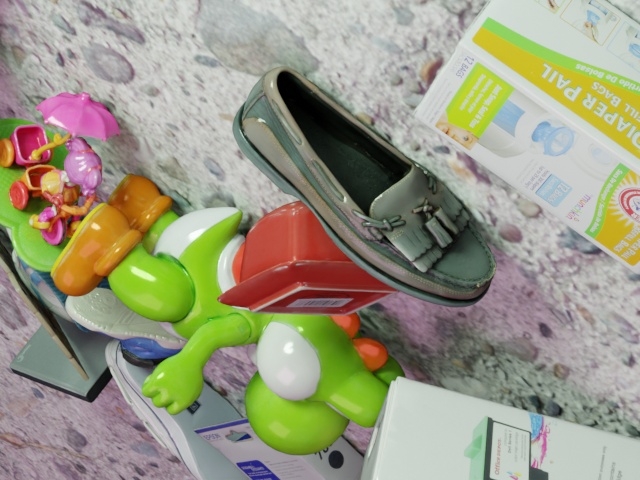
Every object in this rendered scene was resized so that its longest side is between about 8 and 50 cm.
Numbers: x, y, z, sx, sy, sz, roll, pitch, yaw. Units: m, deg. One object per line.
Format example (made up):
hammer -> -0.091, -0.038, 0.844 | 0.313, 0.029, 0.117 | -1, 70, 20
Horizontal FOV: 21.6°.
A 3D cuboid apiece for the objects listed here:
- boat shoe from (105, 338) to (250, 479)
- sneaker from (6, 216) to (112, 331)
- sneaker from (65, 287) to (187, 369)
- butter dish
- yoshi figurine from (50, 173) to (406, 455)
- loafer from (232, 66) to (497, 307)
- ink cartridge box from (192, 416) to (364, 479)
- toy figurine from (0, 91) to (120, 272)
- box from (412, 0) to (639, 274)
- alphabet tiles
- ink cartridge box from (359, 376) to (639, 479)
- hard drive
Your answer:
boat shoe -> -0.168, 0.212, 2.062 | 0.084, 0.095, 0.258 | -6, 120, 57
sneaker -> -0.316, 0.011, 1.917 | 0.092, 0.087, 0.229 | 23, 146, 34
sneaker -> -0.228, 0.105, 1.939 | 0.152, 0.058, 0.084 | 14, 145, -19
butter dish -> 0.000, 0.000, 1.525 | 0.160, 0.118, 0.160 | 3, 164, -28
yoshi figurine -> -0.094, 0.102, 1.715 | 0.362, 0.204, 0.203 | 33, 167, 3
loafer -> 0.042, -0.045, 1.429 | 0.267, 0.096, 0.084 | 37, 146, 4
ink cartridge box -> 0.013, 0.303, 2.007 | 0.332, 0.065, 0.165 | 44, 151, -17
toy figurine -> -0.260, -0.075, 1.681 | 0.159, 0.130, 0.173 | -33, 70, 49
box -> 0.187, -0.088, 1.184 | 0.203, 0.103, 0.114 | 36, 152, 2
alphabet tiles -> -0.362, 0.040, 1.993 | 0.237, 0.009, 0.198 | 59, 174, -35
ink cartridge box -> 0.178, 0.252, 1.609 | 0.278, 0.117, 0.201 | 15, 150, 1
hard drive -> -0.311, 0.145, 2.099 | 0.135, 0.094, 0.022 | 15, 146, 34
